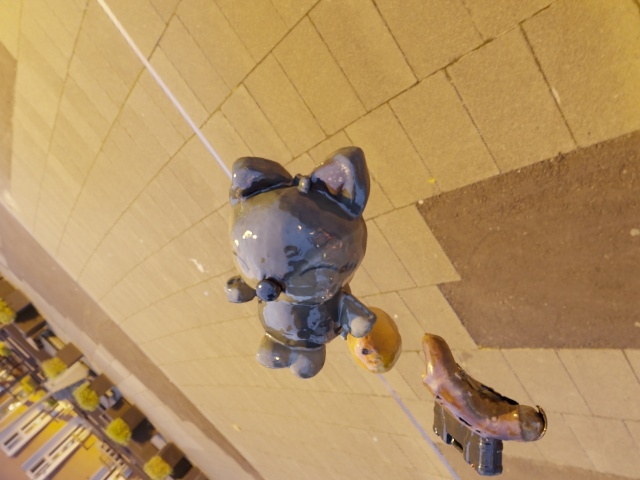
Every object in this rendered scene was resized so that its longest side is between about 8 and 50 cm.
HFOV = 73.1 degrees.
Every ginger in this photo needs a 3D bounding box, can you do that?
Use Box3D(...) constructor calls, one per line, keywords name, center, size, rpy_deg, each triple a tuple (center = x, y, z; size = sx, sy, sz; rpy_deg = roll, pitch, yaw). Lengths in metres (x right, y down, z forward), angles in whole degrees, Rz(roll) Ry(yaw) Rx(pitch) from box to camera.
Box3D(name="ginger", center=(0.337, 0.346, 0.956), size=(0.310, 0.107, 0.132), rpy_deg=(33, 104, 7))

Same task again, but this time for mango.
Box3D(name="mango", center=(0.163, 0.289, 1.306), size=(0.144, 0.359, 0.187), rpy_deg=(-42, 88, 11))

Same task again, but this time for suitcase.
Box3D(name="suitcase", center=(0.392, 0.474, 1.167), size=(0.066, 0.206, 0.285), rpy_deg=(4, 176, -10))

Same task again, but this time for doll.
Box3D(name="doll", center=(-0.035, -0.004, 0.763), size=(0.253, 0.378, 0.381), rpy_deg=(1, 119, -2))
